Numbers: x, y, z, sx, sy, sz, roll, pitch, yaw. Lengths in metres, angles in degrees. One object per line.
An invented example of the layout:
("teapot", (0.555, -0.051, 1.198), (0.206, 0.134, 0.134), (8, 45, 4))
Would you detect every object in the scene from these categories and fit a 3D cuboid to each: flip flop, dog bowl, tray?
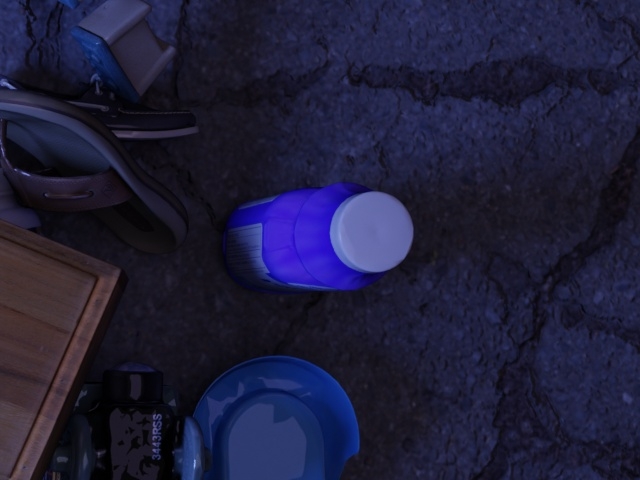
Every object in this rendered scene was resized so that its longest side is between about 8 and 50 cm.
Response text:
("flip flop", (-0.219, -0.050, 1.364), (0.277, 0.112, 0.080), (45, 58, -46))
("dog bowl", (-0.050, 0.257, 1.468), (0.165, 0.074, 0.297), (-2, 87, -19))
("tray", (-0.385, 0.041, 1.258), (0.410, 0.076, 0.203), (22, 80, 0))

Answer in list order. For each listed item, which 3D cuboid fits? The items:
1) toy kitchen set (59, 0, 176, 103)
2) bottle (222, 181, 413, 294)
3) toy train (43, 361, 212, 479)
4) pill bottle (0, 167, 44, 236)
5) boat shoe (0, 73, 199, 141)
("toy kitchen set", (-0.260, -0.214, 1.404), (0.122, 0.207, 0.166), (-46, 141, -15))
("bottle", (0.000, 0.000, 1.387), (0.118, 0.283, 0.092), (3, 86, -20))
("toy train", (-0.179, 0.271, 1.362), (0.142, 0.190, 0.334), (2, 88, -21))
("pill bottle", (-0.288, 0.024, 1.389), (0.094, 0.094, 0.169), (-14, 92, -18))
("boat shoe", (-0.212, -0.123, 1.433), (0.206, 0.075, 0.065), (1, 90, -14))
